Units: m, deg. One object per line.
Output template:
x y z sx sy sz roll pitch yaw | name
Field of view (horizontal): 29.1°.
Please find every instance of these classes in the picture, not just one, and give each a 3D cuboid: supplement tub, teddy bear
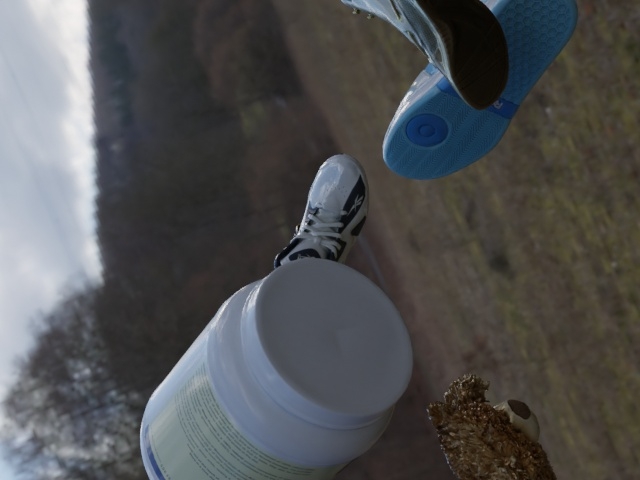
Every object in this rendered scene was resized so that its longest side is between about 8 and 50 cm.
-0.055 0.188 1.462 0.325 0.235 0.235 -50 54 46 | supplement tub
0.248 0.282 1.561 0.338 0.113 0.245 54 -169 -39 | teddy bear

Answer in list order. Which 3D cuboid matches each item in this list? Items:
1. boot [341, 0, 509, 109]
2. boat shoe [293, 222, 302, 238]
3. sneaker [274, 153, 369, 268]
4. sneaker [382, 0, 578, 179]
0.101 -0.238 1.305 0.165 0.077 0.213 29 162 52 | boot
-0.012 -0.009 1.975 0.064 0.060 0.178 -68 3 -45 | boat shoe
0.000 0.000 1.763 0.094 0.235 0.153 25 -158 2 | sneaker
0.184 -0.232 1.503 0.127 0.319 0.208 27 -144 -22 | sneaker
